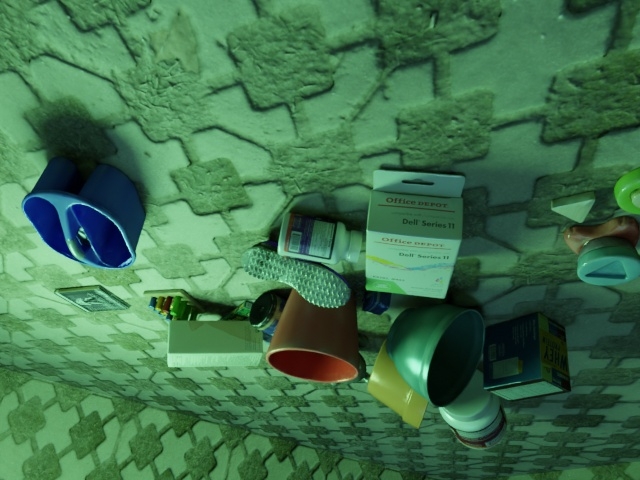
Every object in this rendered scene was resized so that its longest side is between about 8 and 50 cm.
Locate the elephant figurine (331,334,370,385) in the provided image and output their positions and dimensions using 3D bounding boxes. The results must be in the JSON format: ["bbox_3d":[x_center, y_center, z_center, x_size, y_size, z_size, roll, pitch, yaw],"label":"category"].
[{"bbox_3d":[0.088,0.390,1.929,0.186,0.169,0.239,-12,137,-20],"label":"elephant figurine"}]

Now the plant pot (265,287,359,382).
[{"bbox_3d":[-0.006,0.260,1.640,0.275,0.243,0.275,7,148,4],"label":"plant pot"}]

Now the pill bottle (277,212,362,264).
[{"bbox_3d":[0.000,0.000,1.347,0.193,0.108,0.108,11,149,-1],"label":"pill bottle"}]

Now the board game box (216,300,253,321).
[{"bbox_3d":[-0.262,0.283,1.957,0.136,0.030,0.259,26,145,-21],"label":"board game box"}]

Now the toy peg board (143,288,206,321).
[{"bbox_3d":[-0.509,0.241,1.910,0.160,0.079,0.161,-5,145,22],"label":"toy peg board"}]

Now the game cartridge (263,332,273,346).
[{"bbox_3d":[-0.081,0.399,2.069,0.196,0.060,0.294,2,149,19],"label":"game cartridge"}]

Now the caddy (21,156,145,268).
[{"bbox_3d":[-0.576,-0.045,1.372,0.241,0.179,0.341,10,149,2],"label":"caddy"}]

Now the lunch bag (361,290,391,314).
[{"bbox_3d":[0.158,0.173,1.621,0.065,0.067,0.098,17,149,-11],"label":"lunch bag"}]

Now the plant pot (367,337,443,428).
[{"bbox_3d":[0.286,0.451,1.863,0.203,0.291,0.291,19,151,16],"label":"plant pot"}]

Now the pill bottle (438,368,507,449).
[{"bbox_3d":[0.568,0.629,2.092,0.224,0.224,0.392,-5,145,22],"label":"pill bottle"}]

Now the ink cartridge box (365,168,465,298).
[{"bbox_3d":[0.208,-0.004,1.270,0.207,0.119,0.353,5,148,8],"label":"ink cartridge box"}]

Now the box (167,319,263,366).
[{"bbox_3d":[-0.358,0.351,1.886,0.311,0.121,0.148,3,150,-14],"label":"box"}]

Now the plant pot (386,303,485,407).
[{"bbox_3d":[0.320,0.309,1.633,0.196,0.293,0.293,20,161,42],"label":"plant pot"}]

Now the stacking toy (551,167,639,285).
[{"bbox_3d":[0.649,-0.004,1.137,0.309,0.130,0.279,-22,137,41],"label":"stacking toy"}]

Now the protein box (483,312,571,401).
[{"bbox_3d":[0.606,0.351,1.652,0.136,0.200,0.201,28,144,-27],"label":"protein box"}]

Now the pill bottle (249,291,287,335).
[{"bbox_3d":[-0.110,0.260,1.786,0.219,0.123,0.123,32,142,-32],"label":"pill bottle"}]

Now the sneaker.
[{"bbox_3d":[-0.044,0.066,1.434,0.293,0.146,0.102,23,115,12],"label":"sneaker"}]

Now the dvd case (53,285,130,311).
[{"bbox_3d":[-0.826,0.213,2.014,0.221,0.018,0.164,-7,146,24],"label":"dvd case"}]
